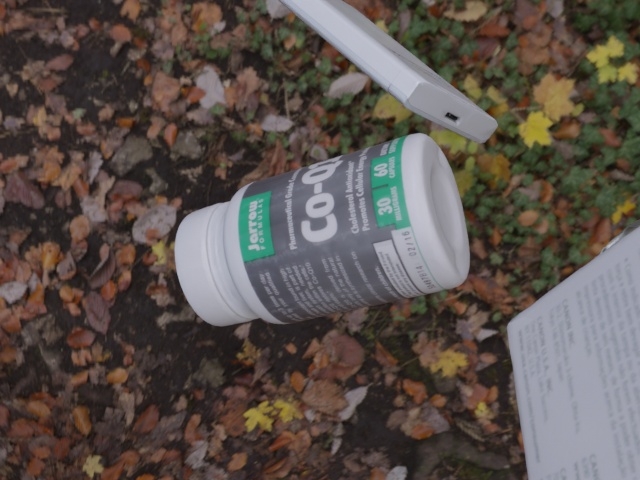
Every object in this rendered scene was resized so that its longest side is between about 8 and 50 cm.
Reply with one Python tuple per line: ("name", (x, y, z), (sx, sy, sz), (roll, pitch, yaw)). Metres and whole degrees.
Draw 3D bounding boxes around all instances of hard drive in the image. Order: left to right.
("hard drive", (0.084, -0.280, 1.129), (0.233, 0.047, 0.353), (11, 31, -51))

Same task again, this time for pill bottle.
("pill bottle", (0.000, 0.000, 1.020), (0.360, 0.204, 0.204), (-15, 65, 23))

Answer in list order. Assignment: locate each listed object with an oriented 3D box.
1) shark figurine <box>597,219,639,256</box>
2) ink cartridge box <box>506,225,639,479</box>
("shark figurine", (0.500, 0.090, 1.290), (0.116, 0.166, 0.278), (24, 77, -26))
("ink cartridge box", (0.233, 0.083, 0.269), (0.091, 0.385, 0.308), (20, 49, -21))
